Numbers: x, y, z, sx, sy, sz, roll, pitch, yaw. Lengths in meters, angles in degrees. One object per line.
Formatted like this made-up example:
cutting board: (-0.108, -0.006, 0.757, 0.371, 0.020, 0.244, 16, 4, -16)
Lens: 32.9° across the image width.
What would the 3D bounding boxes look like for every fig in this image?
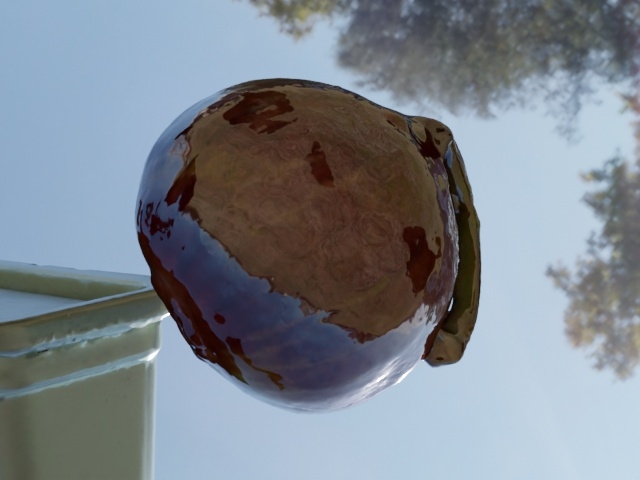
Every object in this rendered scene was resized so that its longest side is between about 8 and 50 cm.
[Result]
fig: (-0.001, -0.001, 0.609, 0.205, 0.205, 0.205, 22, -145, -16)

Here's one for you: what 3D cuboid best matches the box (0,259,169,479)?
box: (-0.245, 0.115, 0.758, 0.312, 0.182, 0.175, 5, -170, 42)
